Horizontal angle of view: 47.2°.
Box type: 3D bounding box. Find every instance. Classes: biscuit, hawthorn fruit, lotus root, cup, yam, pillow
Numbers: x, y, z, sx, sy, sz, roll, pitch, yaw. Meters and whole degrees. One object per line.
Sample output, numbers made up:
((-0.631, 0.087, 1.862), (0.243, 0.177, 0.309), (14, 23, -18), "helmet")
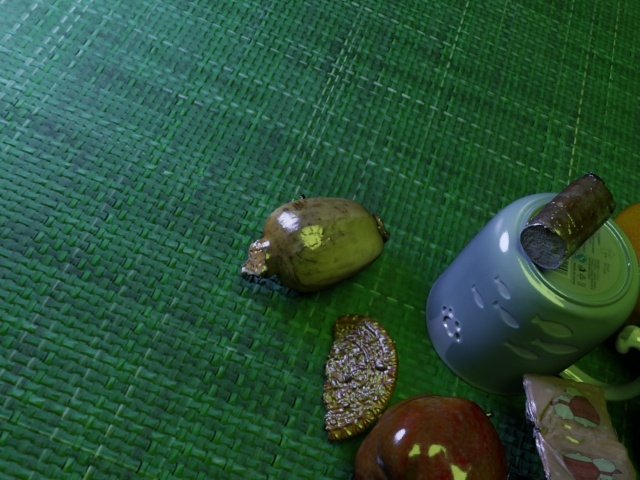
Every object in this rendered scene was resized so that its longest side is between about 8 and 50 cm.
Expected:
((0.060, 0.197, 1.112), (0.025, 0.126, 0.206), (42, 41, -43), "biscuit")
((0.173, 0.307, 1.030), (0.208, 0.208, 0.248), (47, 40, 13), "hawthorn fruit")
((0.000, 0.000, 1.191), (0.257, 0.140, 0.154), (-16, 72, -31), "lotus root")
((0.373, 0.112, 1.152), (0.357, 0.274, 0.259), (40, 58, 10), "cup")
((0.346, -0.028, 1.019), (0.141, 0.079, 0.079), (-36, 75, -29), "yam")
((0.357, 0.284, 1.015), (0.135, 0.049, 0.248), (14, 31, -6), "pillow")

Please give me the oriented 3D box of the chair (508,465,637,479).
((0.351, 0.438, 1.036), (0.145, 0.140, 0.221), (14, 61, -4), "chair")

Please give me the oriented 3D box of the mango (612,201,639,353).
((0.622, 0.055, 1.298), (0.264, 0.221, 0.378), (20, 42, 9), "mango")
